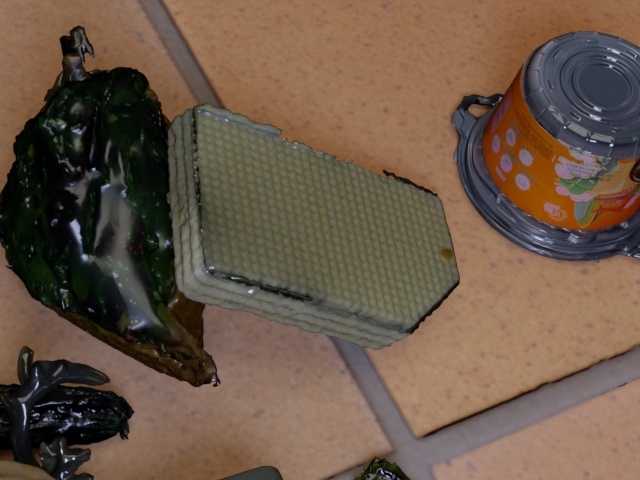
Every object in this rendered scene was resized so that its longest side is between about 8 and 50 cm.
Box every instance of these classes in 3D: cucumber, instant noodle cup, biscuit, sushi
[{"bbox_3d":[-0.218,0.122,1.013,0.181,0.053,0.053,-3,56,-16],"label":"cucumber"},{"bbox_3d":[0.213,-0.089,1.194,0.208,0.125,0.177,24,54,5],"label":"instant noodle cup"},{"bbox_3d":[0.000,0.000,1.078,0.252,0.052,0.150,17,50,-35],"label":"biscuit"},{"bbox_3d":[-0.161,-0.007,1.053,0.149,0.140,0.287,-7,61,-12],"label":"sushi"}]

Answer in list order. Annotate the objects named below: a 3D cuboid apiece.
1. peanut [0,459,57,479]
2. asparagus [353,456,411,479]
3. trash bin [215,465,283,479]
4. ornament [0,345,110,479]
[{"bbox_3d":[-0.206,0.272,0.824,0.136,0.120,0.298,15,79,-6],"label":"peanut"},{"bbox_3d":[0.094,0.210,1.023,0.165,0.030,0.036,37,33,17],"label":"asparagus"},{"bbox_3d":[-0.050,0.278,0.895,0.164,0.122,0.240,-13,57,-20],"label":"trash bin"},{"bbox_3d":[-0.249,0.150,0.931,0.202,0.080,0.236,38,74,0],"label":"ornament"}]
